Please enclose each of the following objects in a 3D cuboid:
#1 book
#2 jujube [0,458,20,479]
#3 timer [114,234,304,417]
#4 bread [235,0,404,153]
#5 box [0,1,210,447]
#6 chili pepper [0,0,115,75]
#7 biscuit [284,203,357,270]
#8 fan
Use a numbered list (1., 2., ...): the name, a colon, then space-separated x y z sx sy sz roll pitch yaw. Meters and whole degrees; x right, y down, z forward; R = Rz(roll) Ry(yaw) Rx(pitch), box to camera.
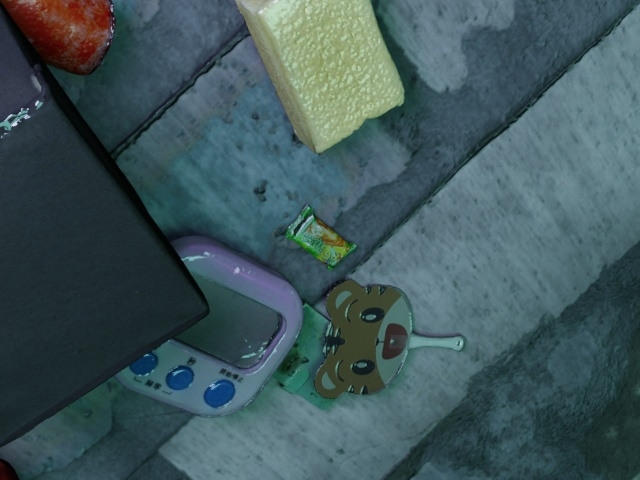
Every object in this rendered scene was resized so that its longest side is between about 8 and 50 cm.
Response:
1. book: -0.010 0.145 1.430 0.103 0.017 0.135 -49 125 3
2. jujube: -0.412 0.322 1.207 0.232 0.213 0.213 -14 121 -11
3. timer: -0.131 0.097 1.315 0.208 0.069 0.191 29 100 -33
4. bread: 0.004 -0.201 1.225 0.125 0.068 0.188 -31 124 -8
5. box: -0.298 -0.016 1.034 0.251 0.204 0.345 -34 144 -6
6. chili pepper: -0.280 -0.220 1.068 0.192 0.084 0.086 22 88 -38
7. biscuit: 0.000 0.000 1.360 0.046 0.016 0.089 -49 125 4
8. fan: 0.093 0.124 1.464 0.226 0.008 0.153 3 102 -33
